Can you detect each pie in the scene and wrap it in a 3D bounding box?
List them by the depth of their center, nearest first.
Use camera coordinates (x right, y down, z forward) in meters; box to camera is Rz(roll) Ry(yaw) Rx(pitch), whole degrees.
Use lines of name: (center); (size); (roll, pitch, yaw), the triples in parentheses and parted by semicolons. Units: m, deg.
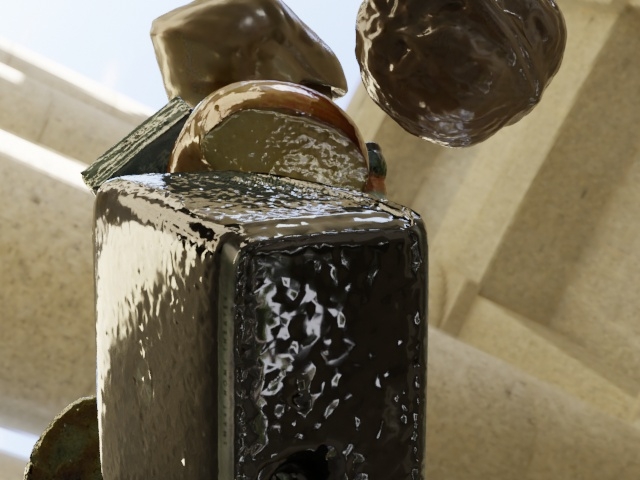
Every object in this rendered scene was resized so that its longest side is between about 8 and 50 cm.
pie: (-0.300, 0.358, 1.660); (0.067, 0.302, 0.303); (80, 17, -59)

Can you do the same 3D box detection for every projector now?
projector: (-0.076, 0.135, 1.189); (0.405, 0.242, 0.395); (18, -69, 59)

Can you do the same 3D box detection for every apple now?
apple: (-0.070, -0.100, 1.491); (0.293, 0.251, 0.163); (-57, -154, 38)

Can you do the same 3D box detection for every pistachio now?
pistachio: (-0.126, -0.305, 2.013); (0.282, 0.365, 0.445); (-67, 165, 5)

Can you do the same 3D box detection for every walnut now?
walnut: (0.178, -0.248, 1.445); (0.273, 0.273, 0.227); (-95, -158, -47)

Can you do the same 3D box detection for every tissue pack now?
tissue pack: (-0.207, -0.059, 1.653); (0.185, 0.257, 0.081); (-41, -140, -9)

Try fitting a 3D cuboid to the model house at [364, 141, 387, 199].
model house: (0.000, 0.000, 1.879); (0.184, 0.253, 0.291); (-35, -119, 60)
